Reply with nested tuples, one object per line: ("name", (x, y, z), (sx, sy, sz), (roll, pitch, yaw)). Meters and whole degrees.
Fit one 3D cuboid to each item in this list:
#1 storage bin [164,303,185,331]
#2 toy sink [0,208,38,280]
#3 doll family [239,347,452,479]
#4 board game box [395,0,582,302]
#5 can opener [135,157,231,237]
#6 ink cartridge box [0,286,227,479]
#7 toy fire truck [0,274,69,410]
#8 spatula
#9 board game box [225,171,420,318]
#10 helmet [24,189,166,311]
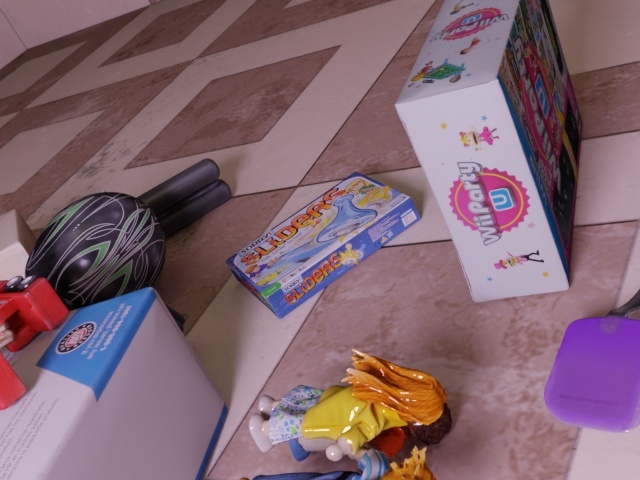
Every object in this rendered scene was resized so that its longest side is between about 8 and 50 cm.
("storage bin", (-0.216, 0.134, 0.970), (0.135, 0.098, 0.091), (-18, 57, 19))
("toy sink", (-0.500, 0.084, 1.261), (0.234, 0.131, 0.153), (-30, 27, -9))
("doll family", (0.016, 0.169, 0.649), (0.163, 0.118, 0.263), (-13, 31, 27))
("board game box", (0.183, -0.122, 0.878), (0.097, 0.224, 0.303), (-10, 33, 27))
("can opener", (-0.271, -0.031, 1.305), (0.283, 0.076, 0.095), (-31, 28, -7))
("ink cartridge box", (-0.320, 0.227, 0.807), (0.395, 0.166, 0.285), (-16, 28, 22))
("toy fire truck", (-0.302, 0.089, 0.799), (0.192, 0.047, 0.135), (-5, 32, 40))
("spatula", (0.270, 0.036, 0.736), (0.084, 0.030, 0.296), (-1, 38, 45))
("board game box", (0.000, 0.000, 1.042), (0.201, 0.035, 0.136), (-35, 28, -13))
("helmet", (-0.279, 0.021, 1.132), (0.161, 0.169, 0.169), (-32, 23, 30))
